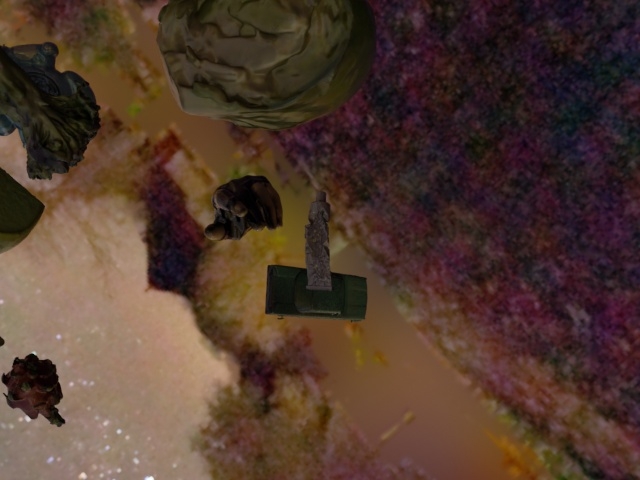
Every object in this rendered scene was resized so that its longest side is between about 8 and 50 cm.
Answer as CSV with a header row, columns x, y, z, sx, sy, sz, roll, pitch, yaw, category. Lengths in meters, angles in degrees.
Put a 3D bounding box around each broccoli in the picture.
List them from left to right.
x,y,z,sx,sy,sz,roll,pitch,yaw,category
-0.511,-0.250,1.325,0.146,0.165,0.304,-9,127,43,broccoli

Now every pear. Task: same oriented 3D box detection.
x,y,z,sx,sy,sz,roll,pitch,yaw,category
-0.885,-0.077,1.838,0.342,0.318,0.238,48,-145,-28,pear

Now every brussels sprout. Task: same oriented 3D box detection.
x,y,z,sx,sy,sz,roll,pitch,yaw,category
-0.089,-0.332,1.361,0.315,0.372,0.275,-139,35,-85,brussels sprout

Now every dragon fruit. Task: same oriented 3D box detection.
x,y,z,sx,sy,sz,roll,pitch,yaw,category
-0.734,0.397,2.035,0.137,0.135,0.235,-115,0,-50,dragon fruit

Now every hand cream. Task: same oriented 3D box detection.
x,y,z,sx,sy,sz,roll,pitch,yaw,category
-0.002,-0.001,1.975,0.084,0.256,0.050,-3,168,32,hand cream

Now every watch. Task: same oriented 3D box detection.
x,y,z,sx,sy,sz,roll,pitch,yaw,category
-0.549,-0.279,1.521,0.211,0.211,0.193,51,170,-13,watch

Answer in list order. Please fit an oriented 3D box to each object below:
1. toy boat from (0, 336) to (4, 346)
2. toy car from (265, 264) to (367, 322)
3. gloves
x,y,z,sx,sy,sz,roll,pitch,yaw,category
-0.643,0.189,1.474,0.115,0.063,0.016,9,112,49,toy boat
-0.002,0.149,2.105,0.321,0.141,0.097,9,169,-35,toy car
-0.184,-0.066,1.813,0.152,0.197,0.301,56,173,-17,gloves
